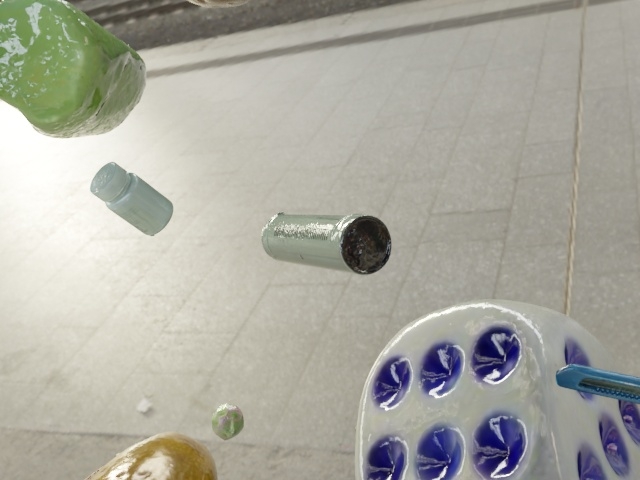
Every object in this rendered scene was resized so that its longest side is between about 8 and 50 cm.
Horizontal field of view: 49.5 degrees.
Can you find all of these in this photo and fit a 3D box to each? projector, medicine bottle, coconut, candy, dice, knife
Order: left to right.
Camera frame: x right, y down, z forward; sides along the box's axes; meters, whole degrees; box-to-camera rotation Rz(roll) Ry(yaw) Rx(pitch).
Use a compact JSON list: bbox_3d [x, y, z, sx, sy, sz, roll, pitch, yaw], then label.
[{"bbox_3d":[-0.299,-0.202,0.842,0.142,0.132,0.343,-46,10,1],"label":"candy"},{"bbox_3d":[-0.201,-0.044,0.742,0.047,0.083,0.047,-24,45,27],"label":"medicine bottle"},{"bbox_3d":[-0.218,0.426,1.629,0.083,0.082,0.081,-49,38,2],"label":"coconut"},{"bbox_3d":[0.000,0.000,1.320,0.108,0.108,0.337,-31,16,-24],"label":"projector"},{"bbox_3d":[0.233,0.271,0.851,0.276,0.304,0.304,-23,40,37],"label":"dice"},{"bbox_3d":[0.369,0.164,0.694,0.296,0.044,0.026,13,48,-9],"label":"knife"}]

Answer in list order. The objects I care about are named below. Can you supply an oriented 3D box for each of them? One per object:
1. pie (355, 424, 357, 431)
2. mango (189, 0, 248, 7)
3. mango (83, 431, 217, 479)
[{"bbox_3d":[0.083,0.359,1.228,0.020,0.084,0.084,-30,29,5],"label":"pie"},{"bbox_3d":[-0.121,-0.315,0.715,0.156,0.151,0.248,-25,0,5],"label":"mango"},{"bbox_3d":[-0.172,0.254,0.561,0.177,0.120,0.295,-43,14,24],"label":"mango"}]
